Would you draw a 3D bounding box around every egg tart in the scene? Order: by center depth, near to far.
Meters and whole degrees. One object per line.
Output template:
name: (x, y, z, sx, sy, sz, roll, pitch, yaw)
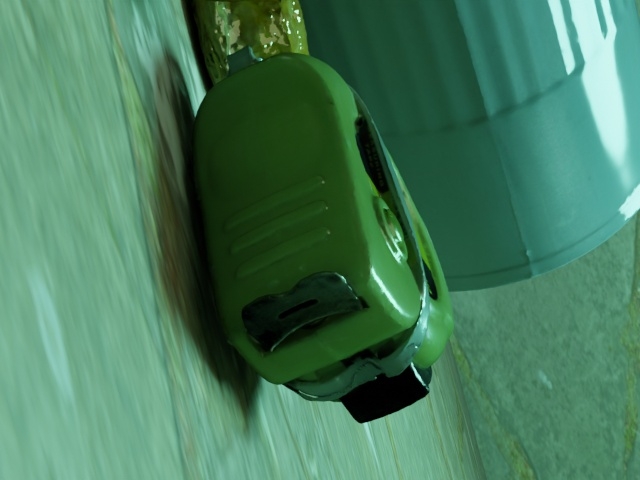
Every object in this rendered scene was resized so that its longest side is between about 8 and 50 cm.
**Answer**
egg tart: (-0.032, -0.099, 0.832, 0.129, 0.049, 0.129, -13, 90, -83)

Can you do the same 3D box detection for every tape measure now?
tape measure: (0.000, 0.000, 0.691, 0.154, 0.087, 0.177, 52, 20, -45)

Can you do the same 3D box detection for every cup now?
cup: (0.091, -0.189, 1.072, 0.331, 0.256, 0.311, -65, 146, -40)
